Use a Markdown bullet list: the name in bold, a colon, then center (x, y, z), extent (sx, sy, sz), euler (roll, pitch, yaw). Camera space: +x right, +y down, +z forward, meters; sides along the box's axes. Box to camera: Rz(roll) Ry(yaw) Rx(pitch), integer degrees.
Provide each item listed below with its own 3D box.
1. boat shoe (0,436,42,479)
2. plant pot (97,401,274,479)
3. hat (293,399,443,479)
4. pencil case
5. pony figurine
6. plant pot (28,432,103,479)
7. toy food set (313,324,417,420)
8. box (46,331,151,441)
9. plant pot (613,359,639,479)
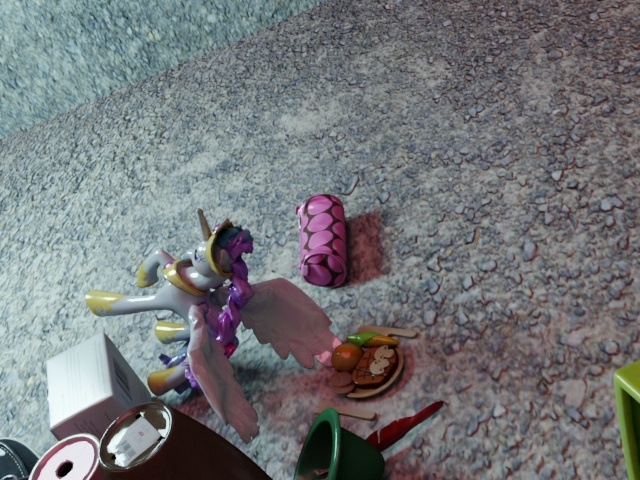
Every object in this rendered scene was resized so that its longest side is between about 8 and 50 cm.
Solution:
- **boat shoe**: center (-0.520, 0.470, 1.450), extent (0.187, 0.156, 0.500), euler (-32, 33, -2)
- **plant pot**: center (-0.186, 0.326, 1.190), extent (0.216, 0.230, 0.215), euler (-18, 36, 14)
- **hat**: center (0.077, 0.341, 1.315), extent (0.173, 0.184, 0.208), euler (-109, 39, -66)
- **pencil case**: center (0.000, 0.000, 1.748), extent (0.098, 0.095, 0.209), euler (9, 34, -8)
- **pony figurine**: center (-0.185, 0.142, 1.518), extent (0.364, 0.351, 0.303), euler (-27, 10, 42)
- **plant pot**: center (-0.344, 0.401, 1.392), extent (0.201, 0.180, 0.201), euler (-18, 37, 14)
- **toy food set**: center (0.071, 0.203, 1.483), extent (0.133, 0.038, 0.192), euler (1, 44, 35)
- **box**: center (-0.369, 0.290, 1.550), extent (0.119, 0.181, 0.181), euler (-27, 35, -1)
- **plant pot**: center (0.485, 0.237, 1.005), extent (0.207, 0.227, 0.228), euler (-26, 33, -9)
